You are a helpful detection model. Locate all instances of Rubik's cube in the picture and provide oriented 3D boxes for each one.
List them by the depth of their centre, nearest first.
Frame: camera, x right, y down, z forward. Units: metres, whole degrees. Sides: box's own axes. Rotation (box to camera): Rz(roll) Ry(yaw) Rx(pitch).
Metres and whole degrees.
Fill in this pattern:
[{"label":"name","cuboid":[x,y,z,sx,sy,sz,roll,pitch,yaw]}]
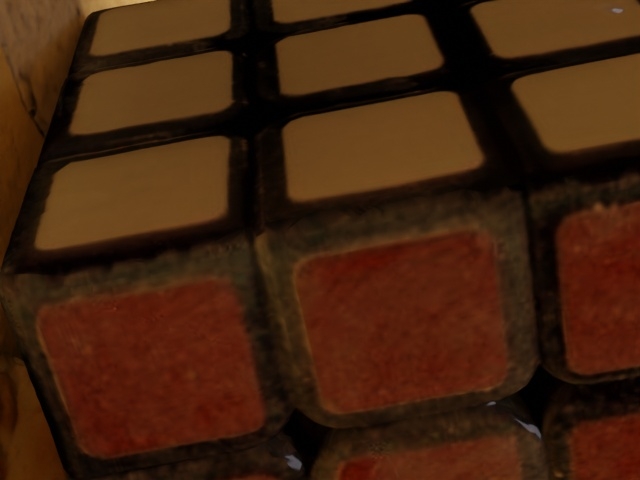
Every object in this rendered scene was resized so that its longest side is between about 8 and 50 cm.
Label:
[{"label":"Rubik's cube","cuboid":[0.039,0.040,0.602,0.301,0.303,0.305,-97,178,-61]}]

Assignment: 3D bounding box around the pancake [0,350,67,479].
[{"label":"pancake","cuboid":[-0.155,0.122,0.457,0.266,0.057,0.244,-76,161,-53]}]
